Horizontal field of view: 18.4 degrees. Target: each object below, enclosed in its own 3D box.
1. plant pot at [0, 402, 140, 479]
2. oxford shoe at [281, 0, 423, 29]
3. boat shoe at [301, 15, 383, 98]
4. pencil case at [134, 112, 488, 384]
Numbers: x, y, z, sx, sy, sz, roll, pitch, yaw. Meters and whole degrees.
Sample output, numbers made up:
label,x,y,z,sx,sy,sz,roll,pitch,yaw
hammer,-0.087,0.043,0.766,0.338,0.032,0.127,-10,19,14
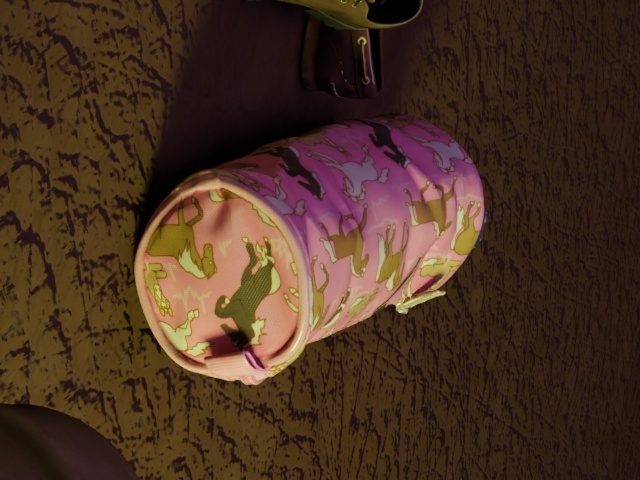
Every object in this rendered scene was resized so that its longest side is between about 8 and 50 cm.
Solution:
label,x,y,z,sx,sy,sz,roll,pitch,yaw
plant pot,-0.248,0.212,1.076,0.229,0.263,0.263,12,90,-49
oxford shoe,-0.003,-0.217,1.531,0.227,0.096,0.083,10,91,-46
boat shoe,0.035,-0.223,1.678,0.073,0.073,0.207,-18,115,-62
pencil case,0.000,0.000,1.602,0.160,0.167,0.386,-52,166,24
